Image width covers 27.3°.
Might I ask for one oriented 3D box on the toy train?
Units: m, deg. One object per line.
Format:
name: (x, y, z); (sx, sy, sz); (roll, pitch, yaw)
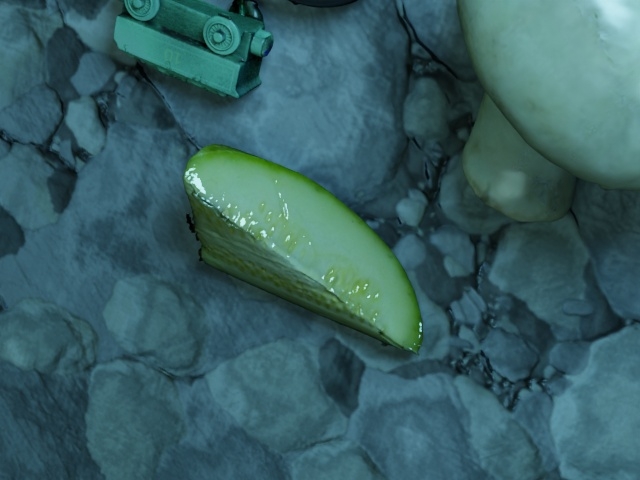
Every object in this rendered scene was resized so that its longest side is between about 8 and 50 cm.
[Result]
toy train: (-0.129, -0.204, 1.305); (0.172, 0.070, 0.099); (24, 122, 15)

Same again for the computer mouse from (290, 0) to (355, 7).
computer mouse: (0.014, -0.347, 1.197); (0.138, 0.086, 0.269); (21, 118, 10)

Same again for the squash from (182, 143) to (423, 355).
squash: (0.000, 0.000, 1.282); (0.252, 0.093, 0.169); (23, 156, 16)

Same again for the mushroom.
mushroom: (0.246, -0.155, 1.042); (0.315, 0.315, 0.356); (23, 103, 15)
